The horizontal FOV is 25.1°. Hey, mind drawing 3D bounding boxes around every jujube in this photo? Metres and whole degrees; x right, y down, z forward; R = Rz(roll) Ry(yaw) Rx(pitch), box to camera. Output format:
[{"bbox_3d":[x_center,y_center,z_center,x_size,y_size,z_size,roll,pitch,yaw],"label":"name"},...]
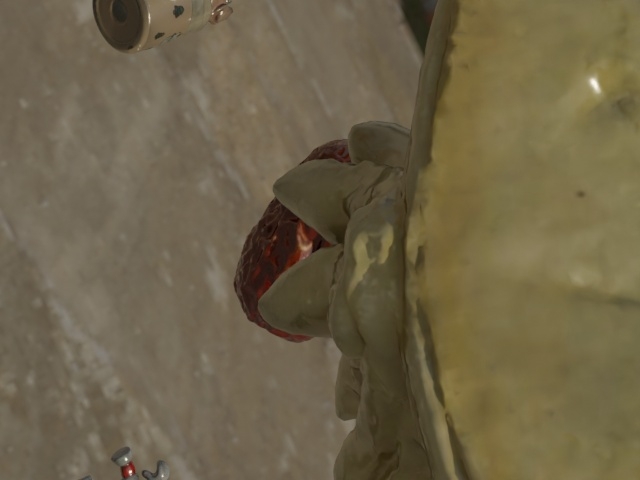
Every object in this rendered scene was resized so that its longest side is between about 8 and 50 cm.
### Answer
[{"bbox_3d":[0.000,0.000,1.211,0.112,0.176,0.109,36,8,32],"label":"jujube"}]

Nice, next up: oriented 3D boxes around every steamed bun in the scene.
[{"bbox_3d":[0.094,0.032,0.706,0.189,0.247,0.428,94,-14,-78],"label":"steamed bun"}]

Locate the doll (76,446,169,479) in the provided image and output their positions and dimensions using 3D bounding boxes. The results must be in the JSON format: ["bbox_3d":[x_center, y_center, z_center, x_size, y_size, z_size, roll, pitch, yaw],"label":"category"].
[{"bbox_3d":[-0.091,0.170,0.793,0.057,0.039,0.114,-36,89,-37],"label":"doll"}]

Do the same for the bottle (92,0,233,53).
[{"bbox_3d":[-0.166,-0.264,1.562,0.152,0.099,0.099,-27,93,-43],"label":"bottle"}]
